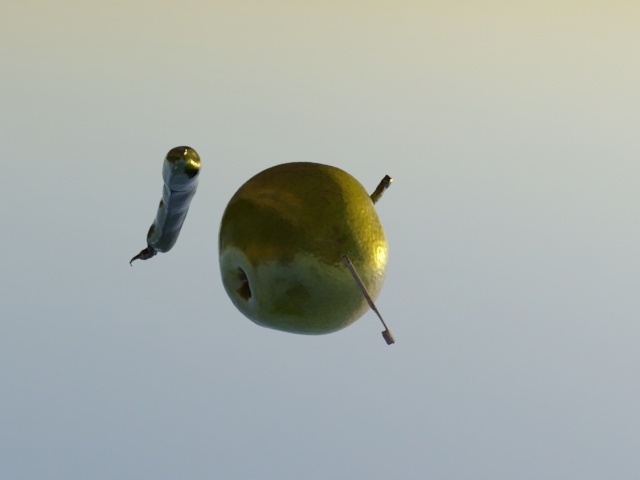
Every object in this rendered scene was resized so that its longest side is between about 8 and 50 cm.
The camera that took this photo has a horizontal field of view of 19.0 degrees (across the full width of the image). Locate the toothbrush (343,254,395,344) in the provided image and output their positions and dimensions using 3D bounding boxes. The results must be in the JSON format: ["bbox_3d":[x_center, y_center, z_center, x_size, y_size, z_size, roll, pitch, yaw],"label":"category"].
[{"bbox_3d":[0.045,0.056,1.801,0.008,0.097,0.006,-25,-171,21],"label":"toothbrush"}]

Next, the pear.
[{"bbox_3d":[0.000,0.000,1.949,0.216,0.180,0.166,-28,173,-36],"label":"pear"}]

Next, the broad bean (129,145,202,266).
[{"bbox_3d":[-0.150,-0.042,1.954,0.039,0.227,0.069,34,-123,6],"label":"broad bean"}]
